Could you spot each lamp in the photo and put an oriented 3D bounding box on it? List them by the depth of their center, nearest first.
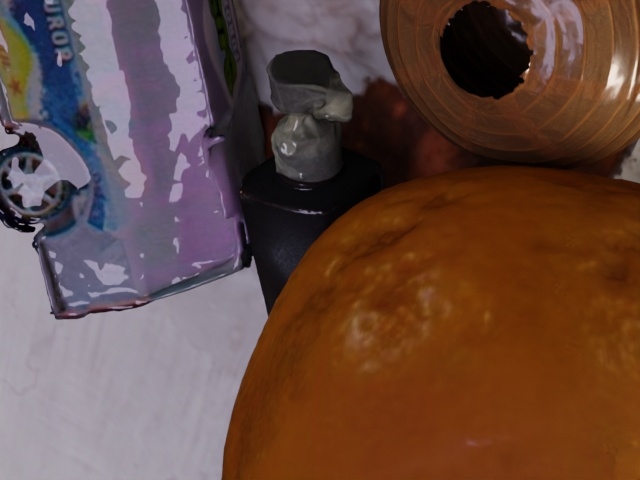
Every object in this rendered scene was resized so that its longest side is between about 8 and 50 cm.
[{"bbox_3d":[0.091,-0.096,0.483,0.136,0.136,0.136,11,118,21],"label":"lamp"}]

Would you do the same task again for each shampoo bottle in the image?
[{"bbox_3d":[0.000,-0.001,0.581,0.063,0.057,0.208,25,141,29],"label":"shampoo bottle"}]

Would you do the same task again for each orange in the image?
[{"bbox_3d":[0.089,0.098,0.474,0.261,0.261,0.261,11,118,21],"label":"orange"}]

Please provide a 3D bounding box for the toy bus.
[{"bbox_3d":[-0.111,-0.119,0.588,0.137,0.112,0.317,-6,112,17],"label":"toy bus"}]
